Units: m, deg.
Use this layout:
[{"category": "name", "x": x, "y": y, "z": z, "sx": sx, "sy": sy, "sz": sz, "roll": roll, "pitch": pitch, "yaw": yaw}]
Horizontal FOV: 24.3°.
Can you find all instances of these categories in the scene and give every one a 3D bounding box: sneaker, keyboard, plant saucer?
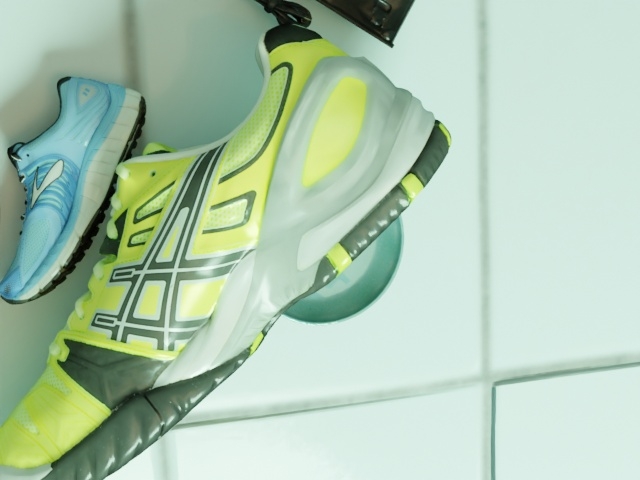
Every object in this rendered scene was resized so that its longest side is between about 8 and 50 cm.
[{"category": "sneaker", "x": -0.094, "y": 0.023, "z": 0.974, "sx": 0.385, "sy": 0.145, "sz": 0.147, "roll": -44, "pitch": 91, "yaw": 2}, {"category": "sneaker", "x": -0.176, "y": -0.034, "z": 0.983, "sx": 0.073, "sy": 0.063, "sz": 0.162, "roll": 25, "pitch": 89, "yaw": -1}, {"category": "keyboard", "x": -0.015, "y": -0.196, "z": 1.012, "sx": 0.180, "sy": 0.023, "sz": 0.108, "roll": 29, "pitch": 84, "yaw": -19}, {"category": "plant saucer", "x": 0.000, "y": 0.000, "z": 1.053, "sx": 0.119, "sy": 0.021, "sz": 0.119, "roll": -3, "pitch": 101, "yaw": -17}]
